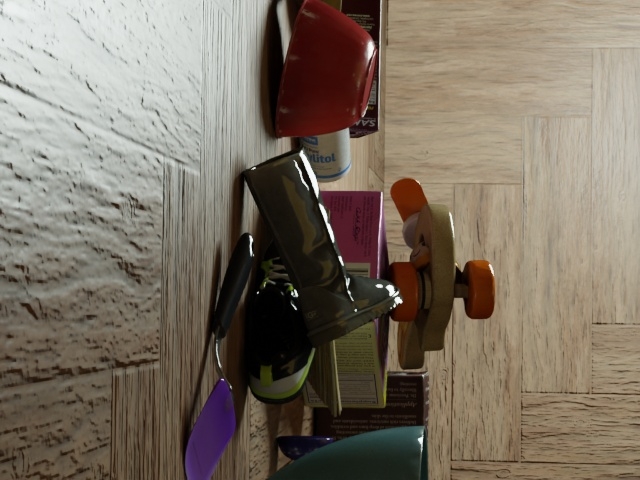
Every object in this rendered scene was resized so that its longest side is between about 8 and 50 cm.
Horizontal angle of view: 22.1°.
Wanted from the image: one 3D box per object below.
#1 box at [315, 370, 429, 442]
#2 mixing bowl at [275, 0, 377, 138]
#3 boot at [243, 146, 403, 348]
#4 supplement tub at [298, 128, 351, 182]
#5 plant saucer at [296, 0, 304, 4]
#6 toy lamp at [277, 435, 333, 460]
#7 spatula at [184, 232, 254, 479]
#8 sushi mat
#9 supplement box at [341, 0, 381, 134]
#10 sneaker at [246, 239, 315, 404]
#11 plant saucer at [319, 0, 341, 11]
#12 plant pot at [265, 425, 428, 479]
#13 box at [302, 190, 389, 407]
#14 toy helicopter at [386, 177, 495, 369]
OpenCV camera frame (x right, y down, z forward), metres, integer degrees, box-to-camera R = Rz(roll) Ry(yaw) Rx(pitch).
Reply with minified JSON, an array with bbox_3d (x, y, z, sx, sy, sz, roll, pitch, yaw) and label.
[{"bbox_3d":[0.081,0.302,2.526,0.167,0.168,0.203,29,62,-84],"label":"box"},{"bbox_3d":[0.014,-0.204,2.009,0.181,0.098,0.182,12,90,-84],"label":"mixing bowl"},{"bbox_3d":[0.002,-0.001,1.804,0.209,0.076,0.189,65,26,2],"label":"boot"},{"bbox_3d":[0.005,-0.138,2.229,0.071,0.071,0.107,-83,170,-45],"label":"supplement tub"},{"bbox_3d":[-0.031,-0.391,2.031,0.200,0.037,0.200,2,90,-84],"label":"plant saucer"},{"bbox_3d":[-0.018,0.382,2.034,0.080,0.080,0.275,32,60,-83],"label":"toy lamp"},{"bbox_3d":[-0.091,0.103,1.538,0.084,0.030,0.296,81,11,-47],"label":"spatula"},{"bbox_3d":[-0.015,0.060,2.015,0.151,0.019,0.317,-129,-153,-47],"label":"sushi mat"},{"bbox_3d":[0.040,-0.273,2.390,0.130,0.073,0.240,177,-85,-78],"label":"supplement box"},{"bbox_3d":[-0.036,0.070,1.807,0.097,0.084,0.235,79,12,-51],"label":"sneaker"},{"bbox_3d":[0.004,-0.384,2.226,0.241,0.037,0.241,180,-90,-86],"label":"plant saucer"},{"bbox_3d":[0.016,0.346,1.783,0.290,0.195,0.290,0,90,-83],"label":"plant pot"},{"bbox_3d":[0.032,0.085,2.289,0.243,0.117,0.214,83,10,-55],"label":"box"},{"bbox_3d":[0.147,0.068,2.397,0.355,0.140,0.235,100,-14,-57],"label":"toy helicopter"}]
